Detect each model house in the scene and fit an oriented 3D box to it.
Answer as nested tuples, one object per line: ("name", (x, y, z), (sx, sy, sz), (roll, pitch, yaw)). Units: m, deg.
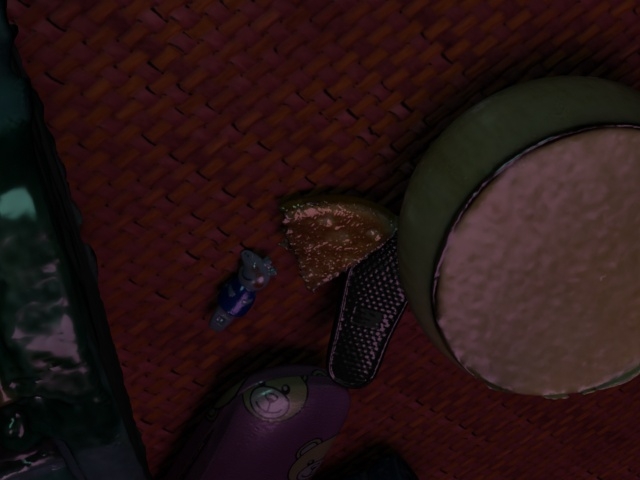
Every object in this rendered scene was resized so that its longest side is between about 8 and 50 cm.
("model house", (-0.294, 0.052, 0.787), (0.329, 0.252, 0.295), (-14, 143, -4))

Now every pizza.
("pizza", (0.001, -0.011, 1.045), (0.100, 0.029, 0.099), (-40, 133, 15))

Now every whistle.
("whistle", (-0.067, 0.042, 1.068), (0.033, 0.029, 0.083), (33, 116, -8))

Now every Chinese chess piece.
("Chinese chess piece", (0.186, -0.001, 1.030), (0.257, 0.104, 0.257), (-6, 119, -10))

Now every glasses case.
("glasses case", (-0.079, 0.224, 1.242), (0.123, 0.076, 0.316), (3, 135, -32))

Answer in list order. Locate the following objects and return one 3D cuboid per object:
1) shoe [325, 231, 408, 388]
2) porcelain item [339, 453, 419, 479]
("shoe", (0.044, 0.051, 1.120), (0.062, 0.053, 0.159), (19, 112, 2))
("porcelain item", (0.068, 0.305, 1.367), (0.114, 0.147, 0.147), (-28, 144, 4))
